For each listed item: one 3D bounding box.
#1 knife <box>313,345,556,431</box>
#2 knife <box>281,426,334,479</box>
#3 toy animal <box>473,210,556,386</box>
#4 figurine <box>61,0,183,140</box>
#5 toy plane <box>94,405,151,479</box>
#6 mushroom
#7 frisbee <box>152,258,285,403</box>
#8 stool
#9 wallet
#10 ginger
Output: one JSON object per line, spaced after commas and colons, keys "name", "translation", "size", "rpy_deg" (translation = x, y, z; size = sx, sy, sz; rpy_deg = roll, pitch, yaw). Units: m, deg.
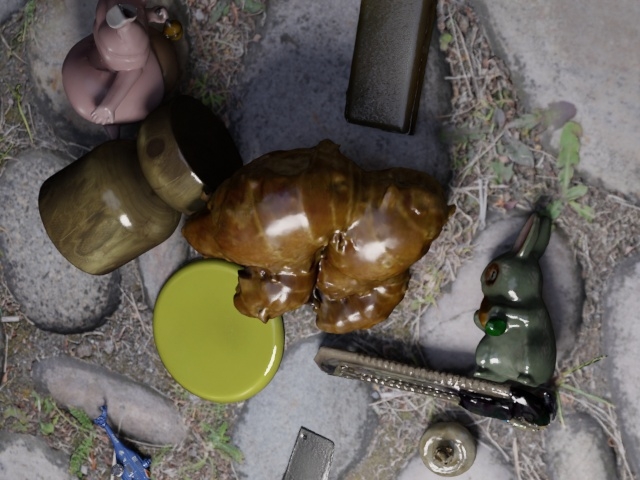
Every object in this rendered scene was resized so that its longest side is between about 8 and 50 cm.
{"name": "knife", "translation": [0.156, 0.215, 1.464], "size": [0.365, 0.043, 0.089], "rpy_deg": [11, 131, 20]}
{"name": "knife", "translation": [-0.039, 0.417, 1.593], "size": [0.072, 0.019, 0.245], "rpy_deg": [23, 103, 15]}
{"name": "toy animal", "translation": [0.269, 0.086, 1.392], "size": [0.108, 0.138, 0.236], "rpy_deg": [-8, 69, 36]}
{"name": "figurine", "translation": [-0.277, -0.276, 1.489], "size": [0.176, 0.186, 0.287], "rpy_deg": [62, 148, 26]}
{"name": "toy plane", "translation": [-0.327, 0.352, 1.681], "size": [0.062, 0.054, 0.167], "rpy_deg": [-33, 86, -3]}
{"name": "mushroom", "translation": [0.181, 0.307, 1.458], "size": [0.085, 0.079, 0.085], "rpy_deg": [5, 106, 20]}
{"name": "frisbee", "translation": [-0.166, 0.145, 1.601], "size": [0.236, 0.017, 0.236], "rpy_deg": [3, 98, 20]}
{"name": "stool", "translation": [-0.269, -0.080, 1.521], "size": [0.264, 0.179, 0.179], "rpy_deg": [-28, 87, 21]}
{"name": "wallet", "translation": [0.098, -0.255, 1.434], "size": [0.110, 0.031, 0.198], "rpy_deg": [12, 102, 19]}
{"name": "ginger", "translation": [-0.010, -0.005, 1.413], "size": [0.358, 0.152, 0.274], "rpy_deg": [12, 126, -12]}
